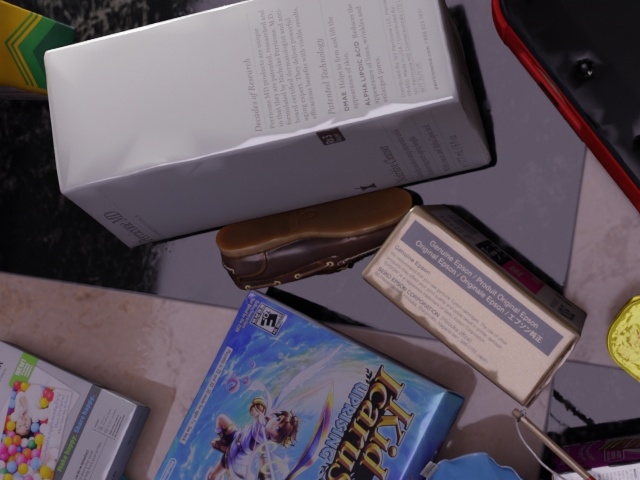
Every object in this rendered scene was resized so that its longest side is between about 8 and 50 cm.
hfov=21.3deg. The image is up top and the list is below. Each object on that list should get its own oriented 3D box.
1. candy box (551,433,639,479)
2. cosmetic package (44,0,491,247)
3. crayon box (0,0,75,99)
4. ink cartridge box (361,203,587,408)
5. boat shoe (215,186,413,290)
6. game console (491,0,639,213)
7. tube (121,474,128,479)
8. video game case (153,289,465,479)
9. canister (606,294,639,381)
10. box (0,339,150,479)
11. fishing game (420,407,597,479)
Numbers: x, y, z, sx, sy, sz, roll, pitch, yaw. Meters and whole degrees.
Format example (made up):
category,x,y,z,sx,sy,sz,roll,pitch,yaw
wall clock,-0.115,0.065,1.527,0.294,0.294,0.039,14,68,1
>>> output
category,x,y,z,sx,sy,sz,roll,pitch,yaw
candy box,0.342,0.223,1.622,0.233,0.159,0.071,-9,91,9
cosmetic package,-0.050,-0.126,1.643,0.385,0.217,0.156,-15,72,11
crayon box,-0.385,-0.190,1.656,0.203,0.323,0.083,3,91,9
ink cartridge box,0.152,0.054,1.613,0.193,0.234,0.088,37,98,7
boat shoe,0.000,0.000,1.728,0.207,0.073,0.073,-11,127,13
game console,0.389,-0.203,1.639,0.342,0.060,0.386,-37,76,3
tube,-0.258,0.235,1.784,0.207,0.052,0.080,44,89,13
video game case,-0.024,0.219,1.683,0.244,0.061,0.269,25,88,26
canister,0.334,0.106,1.616,0.126,0.170,0.073,37,97,7
box,-0.286,0.202,1.758,0.186,0.038,0.145,23,86,23
fishing game,0.157,0.288,1.589,0.189,0.041,0.264,44,121,16
